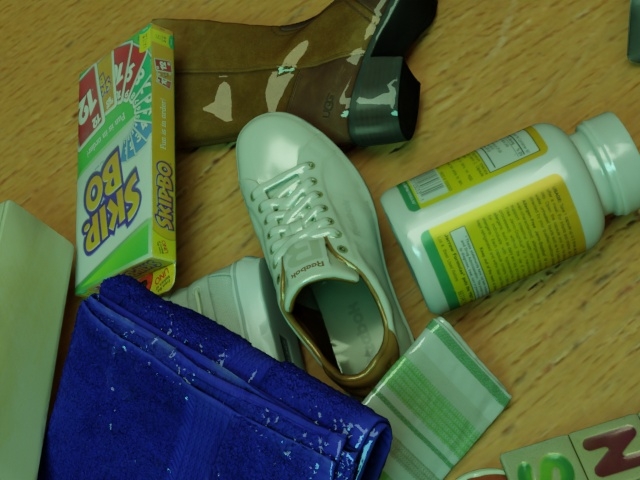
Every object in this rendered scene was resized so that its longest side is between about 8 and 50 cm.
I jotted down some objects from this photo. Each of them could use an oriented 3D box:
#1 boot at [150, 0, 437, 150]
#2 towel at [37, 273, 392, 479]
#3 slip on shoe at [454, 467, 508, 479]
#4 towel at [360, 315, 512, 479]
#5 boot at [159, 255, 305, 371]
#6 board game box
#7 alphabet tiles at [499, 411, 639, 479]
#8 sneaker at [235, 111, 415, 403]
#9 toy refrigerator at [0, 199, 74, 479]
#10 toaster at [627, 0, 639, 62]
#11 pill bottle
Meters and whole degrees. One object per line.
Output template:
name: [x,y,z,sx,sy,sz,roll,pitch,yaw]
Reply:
boot: [-0.034,-0.204,1.250,0.280,0.096,0.264,1,73,22]
towel: [-0.105,0.179,1.001,0.308,0.076,0.228,26,101,36]
slip on shoe: [0.195,0.302,0.929,0.123,0.101,0.331,-32,61,-1]
towel: [0.075,0.149,1.033,0.152,0.113,0.023,-47,28,-9]
boot: [-0.075,0.145,1.086,0.123,0.095,0.258,-22,58,15]
board game box: [-0.182,-0.062,1.188,0.124,0.039,0.259,-25,62,42]
alphabet tiles: [0.280,0.233,0.901,0.342,0.011,0.285,-17,45,-1]
sneaker: [0.000,0.000,1.082,0.106,0.123,0.290,-30,70,9]
toy refrigerator: [-0.296,0.104,1.096,0.102,0.094,0.269,-24,45,28]
toaster: [0.367,-0.254,1.143,0.168,0.110,0.186,5,66,15]
pill bottle: [0.166,-0.029,1.081,0.208,0.117,0.118,-24,62,2]
